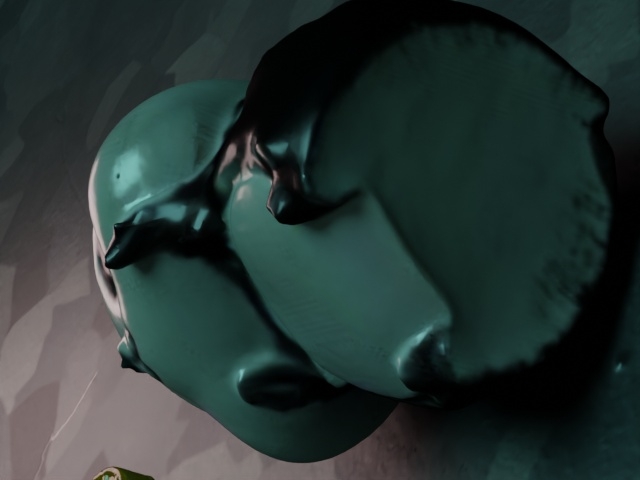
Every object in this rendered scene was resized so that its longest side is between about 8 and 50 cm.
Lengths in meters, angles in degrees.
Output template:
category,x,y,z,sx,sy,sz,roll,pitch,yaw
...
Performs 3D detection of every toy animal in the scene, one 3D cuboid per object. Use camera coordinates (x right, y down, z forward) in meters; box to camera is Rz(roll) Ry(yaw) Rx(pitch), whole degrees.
category,x,y,z,sx,sy,sz,roll,pitch,yaw
toy animal,0.000,0.000,1.024,0.310,0.251,0.251,-13,54,52

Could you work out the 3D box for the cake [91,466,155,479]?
category,x,y,z,sx,sy,sz,roll,pitch,yaw
cake,-0.142,0.202,1.247,0.084,0.044,0.084,-39,36,36
